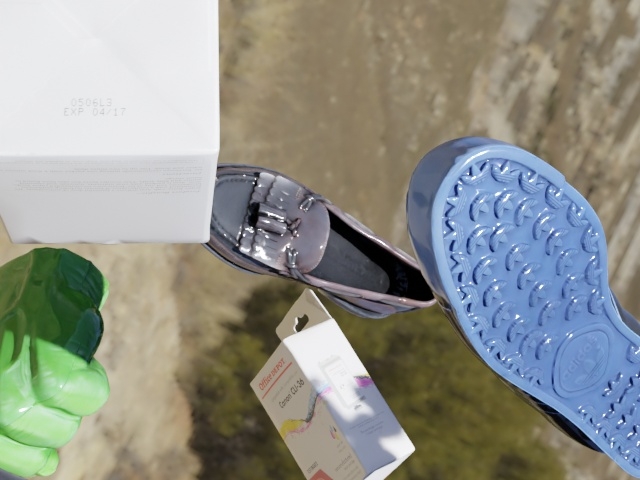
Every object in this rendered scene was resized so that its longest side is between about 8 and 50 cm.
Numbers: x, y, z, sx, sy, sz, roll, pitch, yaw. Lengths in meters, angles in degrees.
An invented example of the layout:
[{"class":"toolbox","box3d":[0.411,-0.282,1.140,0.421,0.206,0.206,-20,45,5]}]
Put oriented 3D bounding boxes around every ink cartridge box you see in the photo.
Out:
[{"class":"ink cartridge box","box3d":[-0.001,0.160,1.548,0.067,0.198,0.115,-22,162,-32]}]

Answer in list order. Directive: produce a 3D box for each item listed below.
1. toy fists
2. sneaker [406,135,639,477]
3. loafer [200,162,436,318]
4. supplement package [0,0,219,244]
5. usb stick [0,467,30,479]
[{"class":"toy fists","box3d":[-0.247,0.121,1.090,0.279,0.096,0.142,-28,-142,37]},{"class":"sneaker","box3d":[0.092,0.027,0.703,0.081,0.090,0.232,-47,130,-7]},{"class":"loafer","box3d":[0.000,0.000,1.528,0.303,0.095,0.109,26,75,-39]},{"class":"supplement package","box3d":[-0.172,-0.111,1.214,0.293,0.178,0.175,116,-27,-76]},{"class":"usb stick","box3d":[-0.180,0.194,0.981,0.045,0.278,0.077,-29,-134,33]}]
